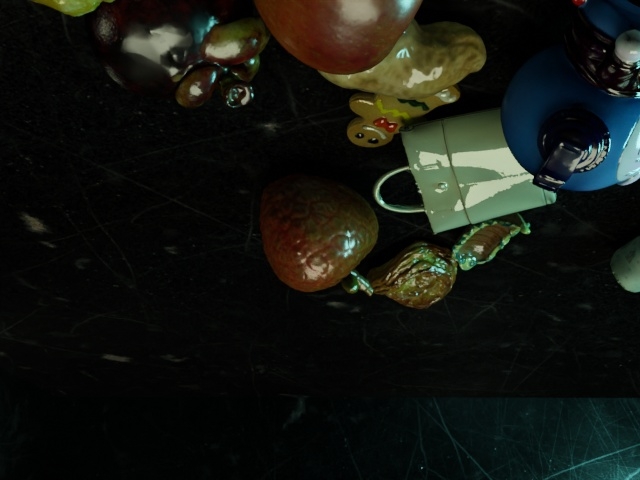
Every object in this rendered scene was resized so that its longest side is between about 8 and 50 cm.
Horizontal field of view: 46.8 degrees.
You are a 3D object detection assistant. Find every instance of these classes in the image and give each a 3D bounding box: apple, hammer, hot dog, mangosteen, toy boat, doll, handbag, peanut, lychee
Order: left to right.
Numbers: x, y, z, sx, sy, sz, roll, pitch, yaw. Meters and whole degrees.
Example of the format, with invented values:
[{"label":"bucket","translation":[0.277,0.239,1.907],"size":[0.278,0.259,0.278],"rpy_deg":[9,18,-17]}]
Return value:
[{"label":"mangosteen","translation":[-0.180,-0.273,0.972],"size":[0.265,0.228,0.228],"rpy_deg":[47,152,9]},{"label":"lychee","translation":[0.000,0.000,1.503],"size":[0.255,0.300,0.255],"rpy_deg":[-25,-175,2]},{"label":"apple","translation":[0.026,-0.328,0.899],"size":[0.230,0.230,0.230],"rpy_deg":[2,153,1]},{"label":"peanut","translation":[0.115,-0.275,1.085],"size":[0.253,0.122,0.137],"rpy_deg":[7,145,-14]},{"label":"hot dog","translation":[0.218,0.099,1.827],"size":[0.175,0.114,0.259],"rpy_deg":[16,150,-22]},{"label":"handbag","translation":[0.249,-0.125,1.323],"size":[0.315,0.109,0.241],"rpy_deg":[-11,127,19]},{"label":"toy boat","translation":[0.377,-0.017,1.605],"size":[0.108,0.099,0.293],"rpy_deg":[9,160,-12]},{"label":"doll","translation":[0.395,-0.208,1.058],"size":[0.240,0.284,0.310],"rpy_deg":[25,136,11]},{"label":"hammer","translation":[0.846,0.046,1.677],"size":[0.336,0.119,0.206],"rpy_deg":[5,156,-18]}]

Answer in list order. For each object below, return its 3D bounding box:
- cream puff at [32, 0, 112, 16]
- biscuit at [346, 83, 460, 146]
[{"label":"cream puff","translation":[-0.262,-0.376,0.795],"size":[0.282,0.281,0.185],"rpy_deg":[-8,177,21]},{"label":"biscuit","translation":[0.128,-0.223,1.284],"size":[0.158,0.035,0.240],"rpy_deg":[17,150,-22]}]
